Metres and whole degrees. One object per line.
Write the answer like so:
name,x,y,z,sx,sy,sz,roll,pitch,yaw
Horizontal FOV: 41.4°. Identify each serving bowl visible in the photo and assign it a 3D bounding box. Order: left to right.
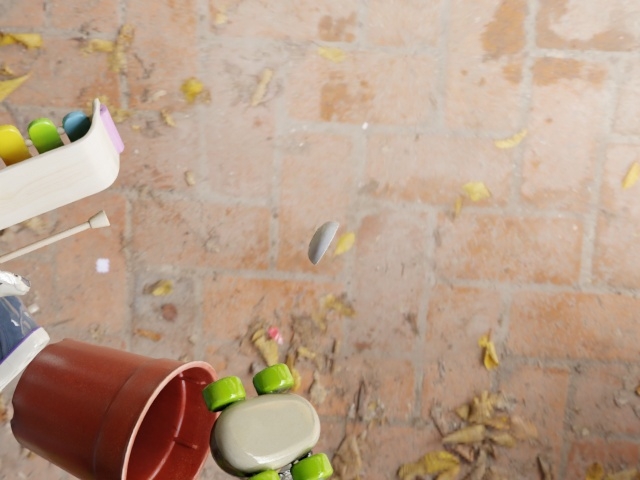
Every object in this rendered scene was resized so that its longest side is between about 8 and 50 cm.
serving bowl,0.000,0.000,1.448,0.027,0.083,0.083,29,103,-3

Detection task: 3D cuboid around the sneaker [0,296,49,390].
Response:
sneaker,-0.735,0.220,1.699,0.236,0.130,0.323,46,77,-1

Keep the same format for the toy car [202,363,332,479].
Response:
toy car,-0.098,0.277,1.112,0.188,0.149,0.155,-48,59,46

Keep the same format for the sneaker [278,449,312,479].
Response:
sneaker,-0.086,0.399,1.425,0.078,0.234,0.106,30,112,24

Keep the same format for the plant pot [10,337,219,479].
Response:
plant pot,-0.352,0.296,1.421,0.265,0.272,0.272,14,104,22

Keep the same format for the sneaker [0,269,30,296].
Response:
sneaker,-0.639,0.120,1.491,0.235,0.094,0.153,8,88,-37

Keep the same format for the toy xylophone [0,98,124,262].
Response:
toy xylophone,-0.452,-0.083,1.298,0.322,0.236,0.081,-18,56,-15
